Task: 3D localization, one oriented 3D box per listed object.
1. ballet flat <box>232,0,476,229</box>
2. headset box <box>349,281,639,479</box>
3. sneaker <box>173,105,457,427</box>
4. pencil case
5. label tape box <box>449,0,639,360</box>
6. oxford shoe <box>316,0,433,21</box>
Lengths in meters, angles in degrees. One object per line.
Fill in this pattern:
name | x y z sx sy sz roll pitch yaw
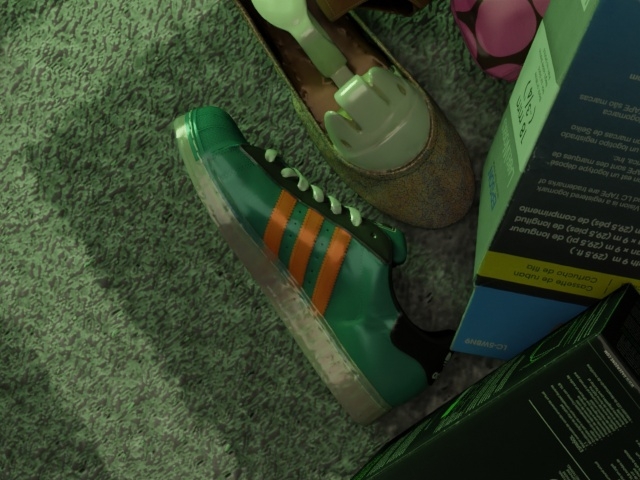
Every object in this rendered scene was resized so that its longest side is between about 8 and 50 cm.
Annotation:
ballet flat | 0.012 -0.138 0.797 0.107 0.106 0.316 -41 83 6
headset box | 0.179 0.217 0.705 0.283 0.131 0.246 -41 83 28
sneaker | 0.000 0.000 0.799 0.121 0.108 0.302 -35 91 5
pencil case | 0.209 -0.195 0.743 0.209 0.095 0.098 -20 89 37
label tape box | 0.252 -0.047 0.710 0.241 0.106 0.333 11 130 -7
oxford shoe | 0.081 -0.223 0.781 0.212 0.076 0.076 -21 93 -23
